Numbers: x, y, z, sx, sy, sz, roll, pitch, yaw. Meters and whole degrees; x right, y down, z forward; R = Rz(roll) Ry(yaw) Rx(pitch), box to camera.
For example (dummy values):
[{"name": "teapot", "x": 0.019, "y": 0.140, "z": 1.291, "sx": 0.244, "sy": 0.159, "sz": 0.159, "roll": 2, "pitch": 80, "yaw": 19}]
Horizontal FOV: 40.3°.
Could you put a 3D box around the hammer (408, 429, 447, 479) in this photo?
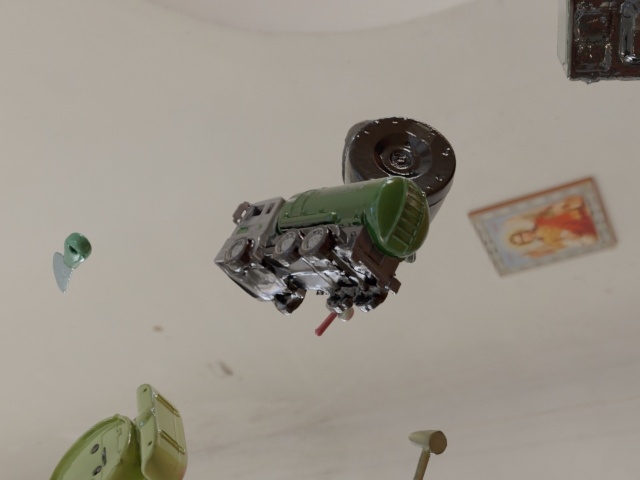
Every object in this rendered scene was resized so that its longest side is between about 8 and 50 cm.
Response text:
[{"name": "hammer", "x": 0.096, "y": 0.315, "z": 1.025, "sx": 0.028, "sy": 0.060, "sz": 0.195, "roll": 31, "pitch": -114, "yaw": -22}]

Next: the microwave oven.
[{"name": "microwave oven", "x": 0.580, "y": -0.384, "z": 1.552, "sx": 0.237, "sy": 0.295, "sz": 0.181, "roll": -70, "pitch": -22, "yaw": -63}]

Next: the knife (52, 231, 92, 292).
[{"name": "knife", "x": -0.516, "y": 0.047, "z": 1.765, "sx": 0.063, "sy": 0.260, "sz": 0.034, "roll": 44, "pitch": -125, "yaw": -5}]

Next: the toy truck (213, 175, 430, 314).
[{"name": "toy truck", "x": 0.000, "y": 0.000, "z": 0.906, "sx": 0.101, "sy": 0.242, "sz": 0.125, "roll": 42, "pitch": -120, "yaw": -29}]

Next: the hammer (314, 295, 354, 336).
[{"name": "hammer", "x": 0.018, "y": 0.129, "z": 1.444, "sx": 0.052, "sy": 0.031, "sz": 0.083, "roll": 37, "pitch": -123, "yaw": 8}]

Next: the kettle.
[{"name": "kettle", "x": 0.122, "y": -0.088, "z": 1.720, "sx": 0.207, "sy": 0.250, "sz": 0.271, "roll": -57, "pitch": -15, "yaw": -34}]

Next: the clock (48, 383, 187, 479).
[{"name": "clock", "x": -0.432, "y": 0.478, "z": 1.768, "sx": 0.117, "sy": 0.348, "sz": 0.286, "roll": 49, "pitch": -176, "yaw": -26}]
